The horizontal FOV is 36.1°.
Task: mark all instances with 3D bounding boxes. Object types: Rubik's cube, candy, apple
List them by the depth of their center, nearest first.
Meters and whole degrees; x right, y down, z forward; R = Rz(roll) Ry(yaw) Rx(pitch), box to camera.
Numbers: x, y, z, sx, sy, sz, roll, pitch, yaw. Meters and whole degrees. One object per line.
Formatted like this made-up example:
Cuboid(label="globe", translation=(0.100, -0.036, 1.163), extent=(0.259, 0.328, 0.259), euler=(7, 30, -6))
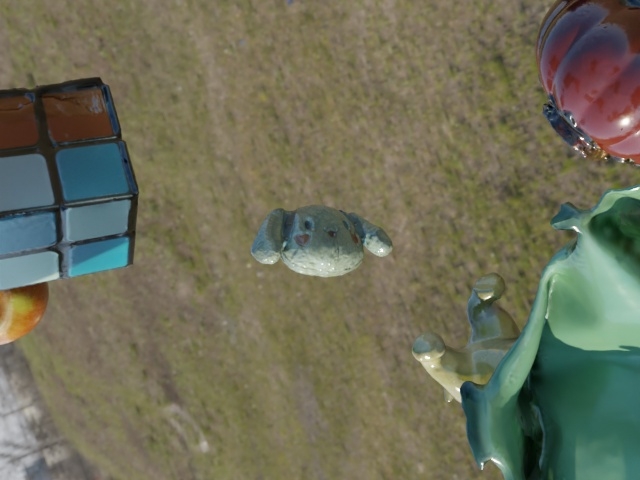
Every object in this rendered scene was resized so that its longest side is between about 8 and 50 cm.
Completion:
Cuboid(label="candy", translation=(0.222, 0.163, 0.596), extent=(0.172, 0.262, 0.398), euler=(-1, 93, 42))
Cuboid(label="Rubik's cube", translation=(-0.323, -0.066, 1.164), extent=(0.167, 0.183, 0.180), euler=(110, 143, -58))
Cuboid(label="apple", translation=(-0.523, 0.089, 1.595), extent=(0.139, 0.163, 0.164), euler=(-100, -7, -80))

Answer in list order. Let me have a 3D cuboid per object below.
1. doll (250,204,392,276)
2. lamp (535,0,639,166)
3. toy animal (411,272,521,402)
Cuboid(label="doll", translation=(0.000, 0.000, 1.376), extent=(0.071, 0.213, 0.104), euler=(125, 137, -52))
Cuboid(label="lamp", translation=(0.333, -0.177, 1.058), extent=(0.227, 0.226, 0.227), euler=(159, 90, -75))
Cuboid(label="toy animal", translation=(0.193, 0.135, 0.862), extent=(0.233, 0.121, 0.169), euler=(26, 148, 37))
